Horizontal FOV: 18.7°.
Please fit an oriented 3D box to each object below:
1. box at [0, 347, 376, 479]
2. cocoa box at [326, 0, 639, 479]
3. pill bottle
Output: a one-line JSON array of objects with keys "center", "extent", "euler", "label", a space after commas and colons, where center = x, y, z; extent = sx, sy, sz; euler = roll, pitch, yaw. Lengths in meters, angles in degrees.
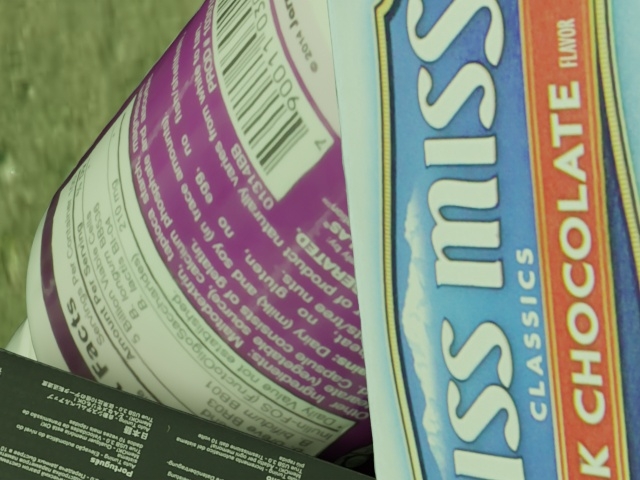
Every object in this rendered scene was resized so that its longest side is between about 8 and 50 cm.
[{"center": [-0.045, 0.131, 0.665], "extent": [0.216, 0.270, 0.060], "euler": [110, 179, -61], "label": "box"}, {"center": [0.165, 0.053, 0.446], "extent": [0.228, 0.231, 0.347], "euler": [1, 99, 50], "label": "cocoa box"}, {"center": [0.000, 0.000, 0.675], "extent": [0.301, 0.169, 0.169], "euler": [-46, 65, 45], "label": "pill bottle"}]
